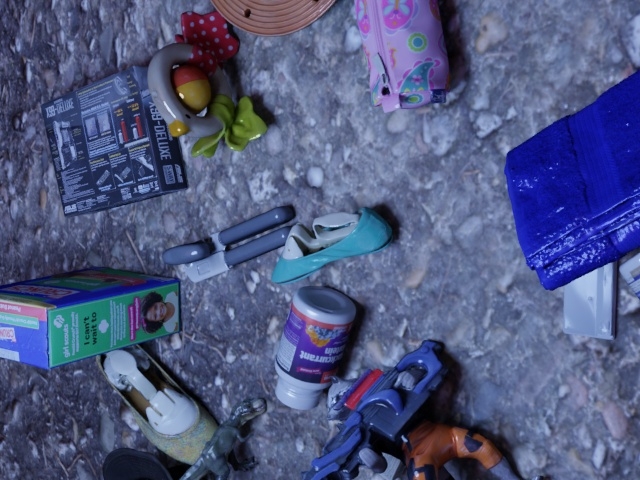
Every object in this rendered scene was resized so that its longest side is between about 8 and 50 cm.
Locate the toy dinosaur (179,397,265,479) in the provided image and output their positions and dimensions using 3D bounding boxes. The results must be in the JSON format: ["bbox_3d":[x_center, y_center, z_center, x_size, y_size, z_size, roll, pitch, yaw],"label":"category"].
[{"bbox_3d":[-0.184,0.414,1.524,0.118,0.268,0.064,52,156,-25],"label":"toy dinosaur"}]

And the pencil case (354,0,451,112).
[{"bbox_3d":[0.109,-0.328,1.194,0.124,0.124,0.284,-8,93,37],"label":"pencil case"}]

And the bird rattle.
[{"bbox_3d":[-0.200,-0.264,1.386,0.143,0.207,0.253,-10,97,36],"label":"bird rattle"}]

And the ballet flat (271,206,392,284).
[{"bbox_3d":[0.000,0.000,1.352,0.247,0.083,0.087,-20,119,33],"label":"ballet flat"}]

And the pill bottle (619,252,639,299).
[{"bbox_3d":[0.467,0.081,1.009,0.112,0.112,0.186,-41,74,34],"label":"pill bottle"}]

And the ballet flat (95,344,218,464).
[{"bbox_3d":[-0.330,0.308,1.629,0.348,0.123,0.123,38,119,28],"label":"ballet flat"}]

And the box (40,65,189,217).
[{"bbox_3d":[-0.415,-0.189,1.634,0.307,0.076,0.242,-11,92,37],"label":"box"}]

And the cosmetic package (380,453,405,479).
[{"bbox_3d":[0.092,0.344,1.380,0.115,0.041,0.060,34,117,27],"label":"cosmetic package"}]

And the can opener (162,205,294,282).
[{"bbox_3d":[-0.162,0.013,1.482,0.280,0.093,0.074,-20,86,33],"label":"can opener"}]

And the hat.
[{"bbox_3d":[-0.290,0.536,1.645,0.331,0.134,0.331,20,121,36],"label":"hat"}]

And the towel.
[{"bbox_3d":[0.370,-0.098,1.017,0.308,0.076,0.227,-33,49,35],"label":"towel"}]

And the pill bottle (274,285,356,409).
[{"bbox_3d":[-0.015,0.183,1.388,0.108,0.108,0.193,29,115,29],"label":"pill bottle"}]

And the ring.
[{"bbox_3d":[-0.069,-0.501,1.338,0.337,0.032,0.336,5,99,32],"label":"ring"}]

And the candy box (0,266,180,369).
[{"bbox_3d":[-0.475,0.139,1.588,0.268,0.317,0.122,5,102,36],"label":"candy box"}]

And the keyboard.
[{"bbox_3d":[0.371,0.009,1.132,0.072,0.014,0.256,7,102,41],"label":"keyboard"}]

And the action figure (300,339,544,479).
[{"bbox_3d":[0.111,0.339,1.250,0.330,0.341,0.178,41,157,31],"label":"action figure"}]
